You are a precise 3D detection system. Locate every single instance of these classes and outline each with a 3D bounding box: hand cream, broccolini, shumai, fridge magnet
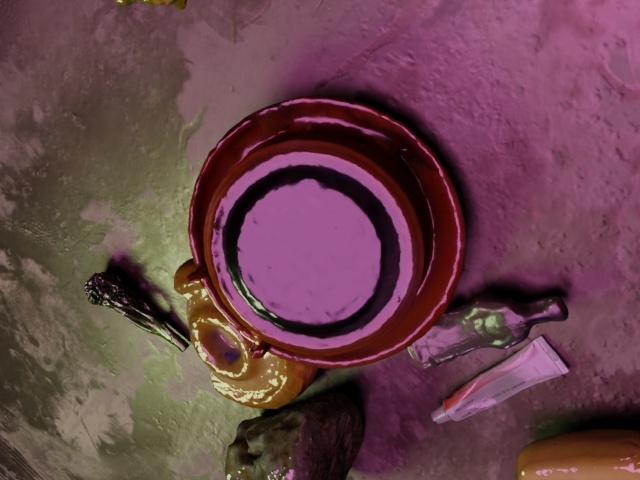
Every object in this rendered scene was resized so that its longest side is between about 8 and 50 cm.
[{"bbox_3d":[0.236,0.201,1.087,0.052,0.038,0.216,35,127,-24],"label":"hand cream"},{"bbox_3d":[-0.305,0.117,1.335,0.203,0.068,0.091,32,143,-10],"label":"broccolini"},{"bbox_3d":[-0.064,0.323,1.214,0.204,0.222,0.271,25,135,19],"label":"shumai"},{"bbox_3d":[0.000,0.000,1.000,0.364,0.155,0.363,4,107,12],"label":"fridge magnet"}]

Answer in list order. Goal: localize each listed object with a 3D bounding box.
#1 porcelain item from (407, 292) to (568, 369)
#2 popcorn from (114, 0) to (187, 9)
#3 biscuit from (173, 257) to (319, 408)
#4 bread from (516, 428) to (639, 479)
[{"bbox_3d":[0.213,0.105,1.017,0.216,0.069,0.081,-23,93,37],"label":"porcelain item"},{"bbox_3d":[-0.149,-0.371,0.825,0.270,0.258,0.224,12,129,32],"label":"popcorn"},{"bbox_3d":[-0.106,0.142,1.203,0.213,0.091,0.274,-8,111,34],"label":"biscuit"},{"bbox_3d":[0.370,0.308,1.031,0.217,0.098,0.147,-11,113,36],"label":"bread"}]
